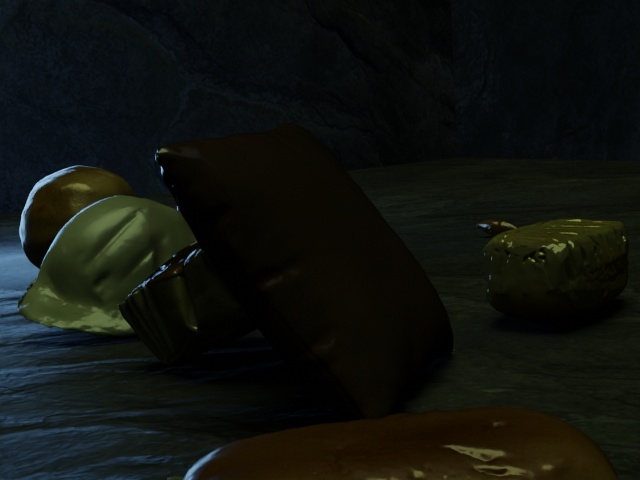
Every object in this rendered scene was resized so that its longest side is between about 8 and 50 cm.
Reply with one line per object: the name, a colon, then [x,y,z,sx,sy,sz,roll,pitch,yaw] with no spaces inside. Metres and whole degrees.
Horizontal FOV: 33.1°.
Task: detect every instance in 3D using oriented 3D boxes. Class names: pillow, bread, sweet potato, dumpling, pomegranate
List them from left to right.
pomegranate: [-0.385,-0.021,1.745,0.207,0.207,0.207,-4,8,1]
dumpling: [-0.241,0.050,1.395,0.227,0.243,0.175,20,-22,27]
bread: [-0.096,0.049,1.179,0.192,0.109,0.210,-31,-8,34]
pillow: [0.000,0.023,1.020,0.108,0.308,0.305,-39,-4,21]
bread: [0.041,0.157,0.575,0.241,0.107,0.136,-6,11,-13]
sweet potato: [0.328,-0.021,1.955,0.095,0.034,0.034,15,17,35]
bread: [0.292,0.035,1.307,0.140,0.106,0.236,1,9,37]

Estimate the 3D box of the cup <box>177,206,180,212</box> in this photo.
cup: [-0.142,-0.048,1.849,0.202,0.173,0.255,-5,9,-19]
